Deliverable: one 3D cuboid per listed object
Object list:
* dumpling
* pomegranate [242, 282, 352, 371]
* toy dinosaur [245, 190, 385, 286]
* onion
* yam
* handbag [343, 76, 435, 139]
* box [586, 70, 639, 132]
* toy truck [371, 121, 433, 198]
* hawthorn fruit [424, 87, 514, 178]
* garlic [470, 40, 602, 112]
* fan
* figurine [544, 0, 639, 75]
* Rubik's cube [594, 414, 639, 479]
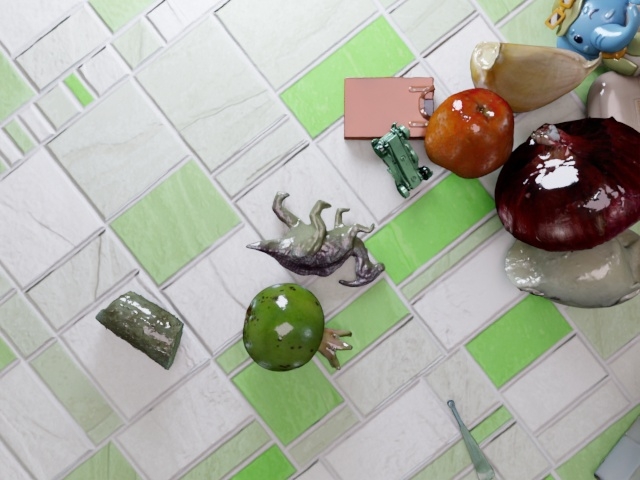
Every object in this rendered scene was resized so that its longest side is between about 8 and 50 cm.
[{"bbox_3d":[0.531,0.024,1.329,0.243,0.175,0.226,13,61,-17],"label":"dumpling"},{"bbox_3d":[-0.046,0.186,1.314,0.224,0.181,0.181,24,91,-21],"label":"pomegranate"},{"bbox_3d":[0.002,0.001,1.347,0.294,0.077,0.162,14,91,-2],"label":"toy dinosaur"},{"bbox_3d":[0.482,-0.121,1.237,0.314,0.314,0.232,-33,125,0],"label":"onion"},{"bbox_3d":[-0.363,0.176,1.335,0.183,0.107,0.107,32,90,0],"label":"yam"},{"bbox_3d":[0.143,-0.274,1.355,0.190,0.063,0.127,0,91,3],"label":"handbag"},{"bbox_3d":[0.632,-0.256,1.347,0.146,0.088,0.200,-10,92,-2],"label":"box"},{"bbox_3d":[0.160,-0.169,1.337,0.080,0.078,0.154,-40,123,-6],"label":"toy truck"},{"bbox_3d":[0.291,-0.209,1.264,0.189,0.189,0.189,0,91,-1],"label":"hawthorn fruit"},{"bbox_3d":[0.416,-0.340,1.307,0.245,0.164,0.145,0,75,-6],"label":"garlic"},{"bbox_3d":[0.320,0.429,1.393,0.038,0.016,0.193,-26,93,-3],"label":"fan"},{"bbox_3d":[0.585,-0.428,1.285,0.262,0.180,0.154,29,73,27],"label":"figurine"},{"bbox_3d":[0.820,0.476,1.240,0.344,0.347,0.346,37,91,-3],"label":"Rubik's cube"}]
